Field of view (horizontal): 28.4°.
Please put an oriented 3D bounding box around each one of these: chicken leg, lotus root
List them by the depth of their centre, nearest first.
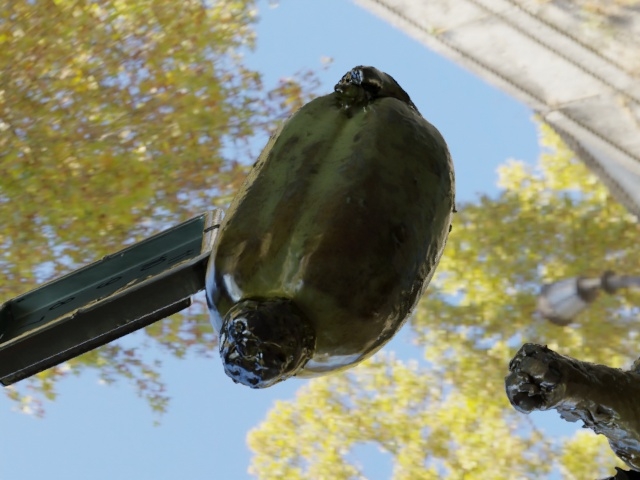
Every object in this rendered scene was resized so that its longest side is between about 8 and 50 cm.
[{"bbox_3d":[0.221,0.117,0.860,0.196,0.080,0.125,39,-138,-3],"label":"chicken leg"},{"bbox_3d":[0.000,0.000,0.969,0.173,0.173,0.309,45,-133,-20],"label":"lotus root"}]

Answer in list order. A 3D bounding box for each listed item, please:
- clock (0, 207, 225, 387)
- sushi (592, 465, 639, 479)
[{"bbox_3d":[-0.212,0.059,1.216,0.279,0.273,0.049,-23,-79,1],"label":"clock"},{"bbox_3d":[0.288,0.326,1.180,0.200,0.213,0.204,-17,-111,-38],"label":"sushi"}]
